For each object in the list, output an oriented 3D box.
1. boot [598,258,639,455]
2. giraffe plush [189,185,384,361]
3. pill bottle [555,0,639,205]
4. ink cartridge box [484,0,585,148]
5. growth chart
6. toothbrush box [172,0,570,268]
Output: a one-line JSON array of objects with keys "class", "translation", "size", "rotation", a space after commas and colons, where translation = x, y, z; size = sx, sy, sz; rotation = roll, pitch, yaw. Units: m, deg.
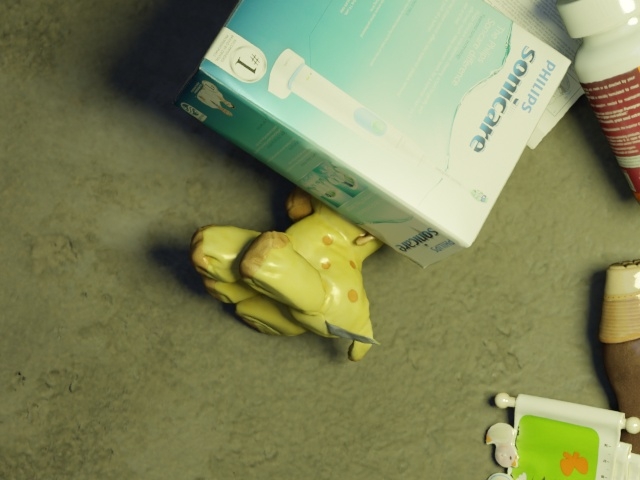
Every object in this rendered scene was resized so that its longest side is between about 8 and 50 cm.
[{"class": "boot", "translation": [0.396, 0.112, 1.503], "size": [0.248, 0.090, 0.207], "rotation": [-7, 98, 9]}, {"class": "giraffe plush", "translation": [0.000, 0.000, 1.542], "size": [0.210, 0.181, 0.171], "rotation": [19, 69, 21]}, {"class": "pill bottle", "translation": [0.312, -0.146, 1.465], "size": [0.121, 0.121, 0.221], "rotation": [-26, 104, 9]}, {"class": "ink cartridge box", "translation": [0.228, -0.233, 1.564], "size": [0.181, 0.056, 0.225], "rotation": [44, 114, 10]}, {"class": "growth chart", "translation": [0.240, 0.268, 1.523], "size": [0.172, 0.021, 0.237], "rotation": [-1, 91, 28]}, {"class": "toothbrush box", "translation": [0.049, -0.147, 1.456], "size": [0.295, 0.126, 0.216], "rotation": [32, 72, -8]}]
